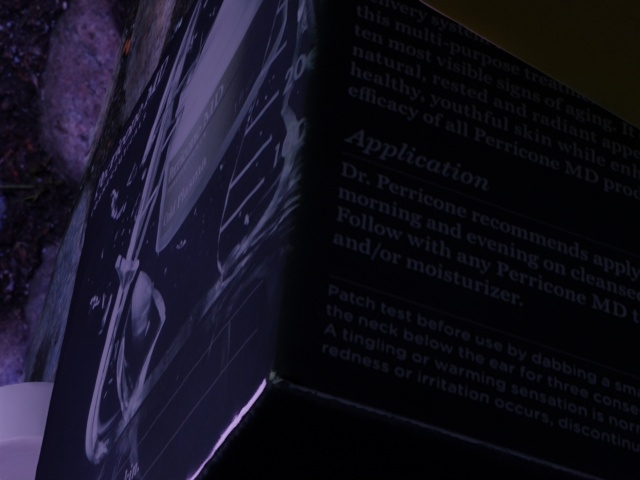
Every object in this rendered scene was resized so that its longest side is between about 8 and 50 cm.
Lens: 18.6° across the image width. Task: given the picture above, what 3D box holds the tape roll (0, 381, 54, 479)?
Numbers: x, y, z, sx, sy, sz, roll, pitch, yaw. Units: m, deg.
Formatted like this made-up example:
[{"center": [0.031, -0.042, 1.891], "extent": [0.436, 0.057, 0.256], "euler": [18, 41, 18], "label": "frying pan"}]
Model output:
[{"center": [-0.285, 0.286, 2.013], "extent": [0.100, 0.286, 0.286], "euler": [-99, 31, -59], "label": "tape roll"}]

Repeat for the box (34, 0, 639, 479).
[{"center": [0.032, 0.051, 1.178], "extent": [0.480, 0.297, 0.471], "euler": [126, 158, -47], "label": "box"}]

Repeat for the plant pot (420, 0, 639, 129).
[{"center": [0.177, -0.196, 0.939], "extent": [0.187, 0.212, 0.212], "euler": [-46, 28, 35], "label": "plant pot"}]
